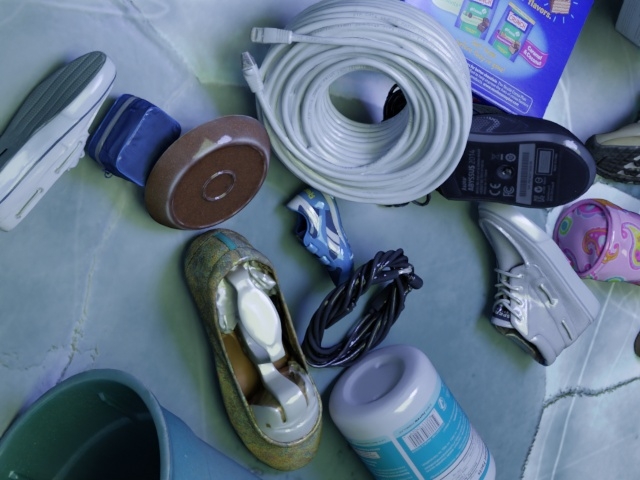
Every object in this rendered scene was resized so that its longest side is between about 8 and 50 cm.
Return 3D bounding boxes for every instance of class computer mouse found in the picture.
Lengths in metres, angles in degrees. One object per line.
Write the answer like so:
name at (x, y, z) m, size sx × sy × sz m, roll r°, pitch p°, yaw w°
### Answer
computer mouse at (0.209, -0.115, 1.797) m, size 0.272 × 0.072 × 0.188 m, roll 8°, pitch 131°, yaw 5°

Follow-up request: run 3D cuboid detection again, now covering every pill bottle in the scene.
pill bottle at (0.132, 0.272, 1.864) m, size 0.146 × 0.146 × 0.264 m, roll -42°, pitch 118°, yaw -17°

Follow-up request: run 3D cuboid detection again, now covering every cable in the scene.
cable at (0.051, -0.163, 1.685) m, size 0.257 × 0.089 × 0.257 m, roll -4°, pitch 125°, yaw 13°
cable at (0.050, 0.091, 1.802) m, size 0.184 × 0.047 × 0.150 m, roll -41°, pitch 153°, yaw -4°

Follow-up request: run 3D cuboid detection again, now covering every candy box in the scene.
candy box at (0.215, -0.341, 1.801) m, size 0.268 × 0.122 × 0.317 m, roll 27°, pitch 88°, yaw -32°

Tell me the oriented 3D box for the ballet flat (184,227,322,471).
ballet flat at (-0.066, 0.149, 1.739) m, size 0.123 × 0.123 × 0.348 m, roll -29°, pitch 114°, yaw -23°

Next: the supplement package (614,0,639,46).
supplement package at (0.507, -0.293, 1.942) m, size 0.179 × 0.105 × 0.105 m, roll 40°, pitch 74°, yaw 15°

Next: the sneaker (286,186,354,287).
sneaker at (0.000, 0.000, 1.787) m, size 0.059 × 0.053 × 0.144 m, roll -25°, pitch 107°, yaw -18°

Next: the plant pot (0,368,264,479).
plant pot at (-0.176, 0.362, 1.613) m, size 0.334 × 0.341 × 0.341 m, roll 34°, pitch 82°, yaw -40°

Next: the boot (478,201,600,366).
boot at (0.271, 0.062, 1.934) m, size 0.123 × 0.095 × 0.258 m, roll -50°, pitch 117°, yaw -11°

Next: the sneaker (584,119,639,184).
sneaker at (0.526, -0.202, 2.037) m, size 0.410 × 0.158 × 0.182 m, roll -17°, pitch 77°, yaw -25°

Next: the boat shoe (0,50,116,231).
boat shoe at (-0.299, -0.108, 1.579) m, size 0.226 × 0.083 × 0.076 m, roll -45°, pitch 131°, yaw -2°

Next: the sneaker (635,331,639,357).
sneaker at (0.561, 0.124, 2.123) m, size 0.192 × 0.086 × 0.064 m, roll -28°, pitch 113°, yaw -23°

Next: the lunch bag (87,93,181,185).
lunch bag at (-0.215, -0.112, 1.627) m, size 0.098 × 0.065 × 0.067 m, roll -57°, pitch 140°, yaw -7°

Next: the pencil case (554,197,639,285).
pencil case at (0.466, 0.022, 2.027) m, size 0.284 × 0.124 × 0.124 m, roll 13°, pitch 93°, yaw -33°

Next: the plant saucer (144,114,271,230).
plant saucer at (-0.123, -0.071, 1.659) m, size 0.168 × 0.029 × 0.168 m, roll -27°, pitch 146°, yaw -21°
